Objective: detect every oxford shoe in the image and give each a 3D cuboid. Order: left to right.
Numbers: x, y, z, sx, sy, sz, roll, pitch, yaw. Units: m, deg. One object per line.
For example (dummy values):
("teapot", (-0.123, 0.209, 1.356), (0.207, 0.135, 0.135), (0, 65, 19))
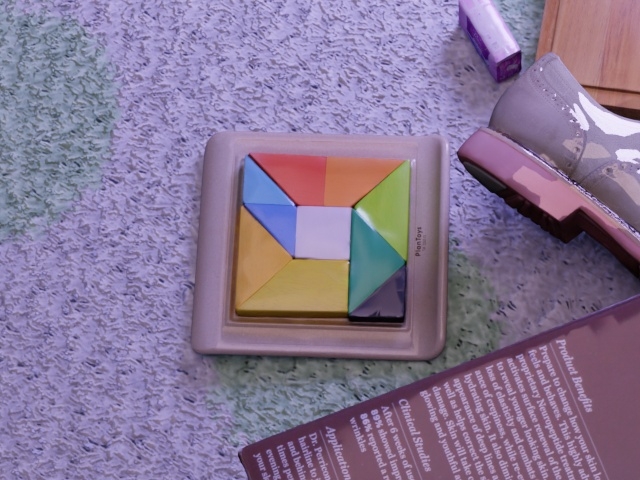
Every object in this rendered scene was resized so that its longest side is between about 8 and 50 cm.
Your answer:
("oxford shoe", (0.318, -0.022, 1.499), (0.397, 0.140, 0.146), (34, 87, 7))

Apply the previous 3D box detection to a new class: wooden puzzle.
("wooden puzzle", (0.000, 0.000, 1.605), (0.238, 0.044, 0.221), (0, 71, 7))

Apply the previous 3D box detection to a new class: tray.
("tray", (0.330, -0.299, 1.655), (0.202, 0.076, 0.411), (8, 71, 10))

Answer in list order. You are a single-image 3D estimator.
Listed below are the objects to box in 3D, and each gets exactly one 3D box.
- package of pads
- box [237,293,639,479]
("package of pads", (0.161, -0.197, 1.651), (0.032, 0.050, 0.083), (-27, 69, -3))
("box", (0.143, 0.207, 1.465), (0.381, 0.143, 0.191), (-21, 69, 1))
